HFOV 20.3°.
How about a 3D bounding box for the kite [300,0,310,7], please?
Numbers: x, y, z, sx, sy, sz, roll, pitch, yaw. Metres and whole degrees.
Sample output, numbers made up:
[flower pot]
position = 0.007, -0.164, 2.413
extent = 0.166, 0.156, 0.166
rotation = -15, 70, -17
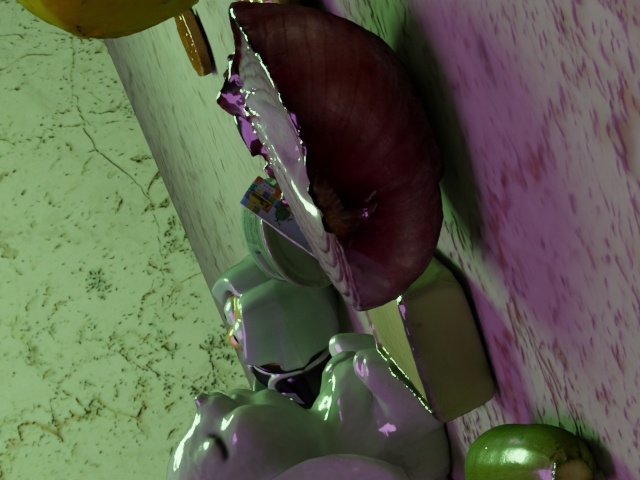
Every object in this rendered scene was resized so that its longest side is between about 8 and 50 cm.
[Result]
[kite]
position = -0.052, -0.319, 1.482
extent = 0.360, 0.022, 0.204
rotation = 79, 166, -54

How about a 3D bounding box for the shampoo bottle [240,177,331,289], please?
[shampoo bottle]
position = -0.033, -0.011, 1.869
extent = 0.234, 0.087, 0.118
rotation = -174, 64, -81

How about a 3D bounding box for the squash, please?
[squash]
position = 0.146, 0.159, 1.238
extent = 0.201, 0.066, 0.066
rotation = 150, 99, -78

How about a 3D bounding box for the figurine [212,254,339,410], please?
[figurine]
position = -0.043, 0.102, 2.074
extent = 0.236, 0.133, 0.176
rotation = 75, 168, -54

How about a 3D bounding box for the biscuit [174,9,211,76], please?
[biscuit]
position = -0.166, -0.262, 2.338
extent = 0.130, 0.019, 0.102
rotation = -142, 31, -73

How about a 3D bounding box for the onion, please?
[onion]
position = 0.007, -0.089, 1.312
extent = 0.283, 0.120, 0.227
rotation = 50, 162, 56

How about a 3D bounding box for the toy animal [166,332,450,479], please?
[toy animal]
position = -0.018, 0.218, 1.739
extent = 0.271, 0.265, 0.206
rotation = -166, 54, -78

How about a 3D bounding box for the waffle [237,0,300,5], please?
[waffle]
position = -0.020, -0.146, 1.575
extent = 0.243, 0.058, 0.238
rotation = 77, 172, -50

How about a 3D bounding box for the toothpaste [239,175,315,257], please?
[toothpaste]
position = 0.000, 0.000, 1.599
extent = 0.164, 0.034, 0.046
rotation = 35, -179, 26

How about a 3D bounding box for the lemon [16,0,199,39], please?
[lemon]
position = -0.213, -0.332, 1.706
extent = 0.284, 0.260, 0.261
rotation = 88, 160, -68

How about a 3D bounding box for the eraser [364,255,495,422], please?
[eraser]
position = 0.078, 0.062, 1.443
extent = 0.172, 0.058, 0.117
rotation = -133, 23, -68
